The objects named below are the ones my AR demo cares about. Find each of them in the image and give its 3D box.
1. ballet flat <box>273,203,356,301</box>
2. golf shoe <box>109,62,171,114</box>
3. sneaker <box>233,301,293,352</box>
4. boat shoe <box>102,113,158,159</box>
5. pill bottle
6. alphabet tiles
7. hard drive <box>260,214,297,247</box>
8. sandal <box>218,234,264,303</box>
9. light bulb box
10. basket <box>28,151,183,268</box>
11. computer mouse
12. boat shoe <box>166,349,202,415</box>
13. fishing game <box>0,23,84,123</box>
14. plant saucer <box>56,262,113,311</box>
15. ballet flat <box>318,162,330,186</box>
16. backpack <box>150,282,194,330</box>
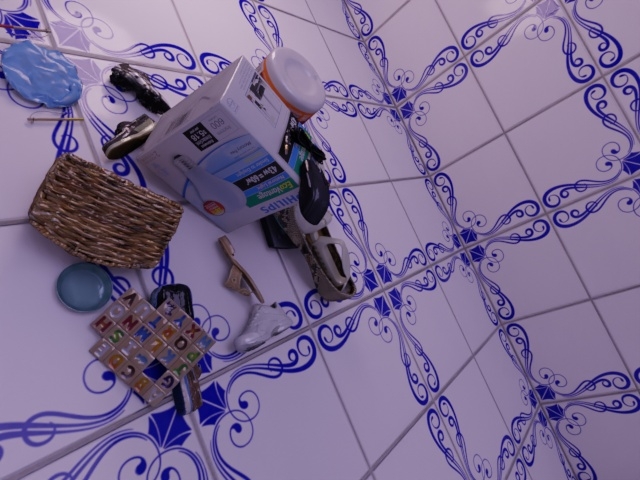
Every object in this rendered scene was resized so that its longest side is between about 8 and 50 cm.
[{"bbox_3d":[0.000,0.000,1.421,0.164,0.181,0.483,-42,113,-40],"label":"ballet flat"},{"bbox_3d":[-0.540,-0.473,1.291,0.198,0.077,0.094,38,44,-27],"label":"golf shoe"},{"bbox_3d":[-0.185,0.248,1.235,0.115,0.090,0.232,58,29,8],"label":"sneaker"},{"bbox_3d":[-0.544,-0.299,1.182,0.073,0.080,0.224,44,36,-11],"label":"boat shoe"},{"bbox_3d":[-0.189,-0.421,1.386,0.224,0.392,0.224,25,51,-35],"label":"pill bottle"},{"bbox_3d":[-0.398,0.232,0.973,0.237,0.009,0.198,46,71,-9],"label":"alphabet tiles"},{"bbox_3d":[-0.107,-0.048,1.515,0.254,0.054,0.172,-5,71,-49],"label":"hard drive"},{"bbox_3d":[-0.263,0.105,1.255,0.079,0.088,0.240,-29,82,-20],"label":"sandal"},{"bbox_3d":[-0.247,-0.250,1.207,0.361,0.357,0.226,44,41,-35],"label":"light bulb box"},{"bbox_3d":[-0.531,-0.057,1.030,0.299,0.223,0.214,28,82,-34],"label":"basket"},{"bbox_3d":[-0.030,-0.183,1.110,0.184,0.060,0.262,38,46,-45],"label":"computer mouse"},{"bbox_3d":[-0.333,0.330,1.035,0.066,0.066,0.184,1,77,-52],"label":"boat shoe"},{"bbox_3d":[-0.725,-0.431,1.094,0.189,0.041,0.264,-28,96,-51],"label":"fishing game"},{"bbox_3d":[-0.546,0.110,0.966,0.119,0.021,0.120,26,50,-36],"label":"plant saucer"},{"bbox_3d":[-0.061,-0.335,1.686,0.116,0.124,0.343,-24,86,-51],"label":"ballet flat"},{"bbox_3d":[-0.380,0.169,1.056,0.104,0.084,0.115,4,75,-39],"label":"backpack"}]
